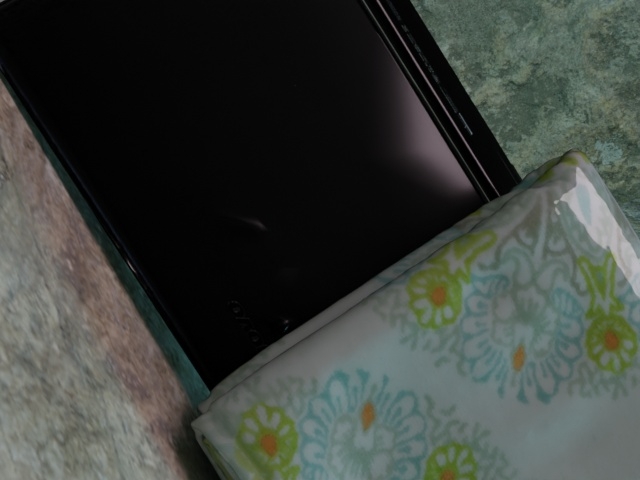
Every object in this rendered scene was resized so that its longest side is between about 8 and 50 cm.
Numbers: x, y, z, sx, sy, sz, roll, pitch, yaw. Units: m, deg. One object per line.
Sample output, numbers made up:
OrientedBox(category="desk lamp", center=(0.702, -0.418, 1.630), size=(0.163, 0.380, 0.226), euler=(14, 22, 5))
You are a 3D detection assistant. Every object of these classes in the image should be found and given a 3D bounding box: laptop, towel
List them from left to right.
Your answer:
OrientedBox(category="laptop", center=(-0.010, -0.092, 0.954), size=(0.382, 0.236, 0.408), euler=(58, 15, -5))
OrientedBox(category="towel", center=(0.132, 0.158, 0.815), size=(0.320, 0.374, 0.090), euler=(60, -19, -7))
